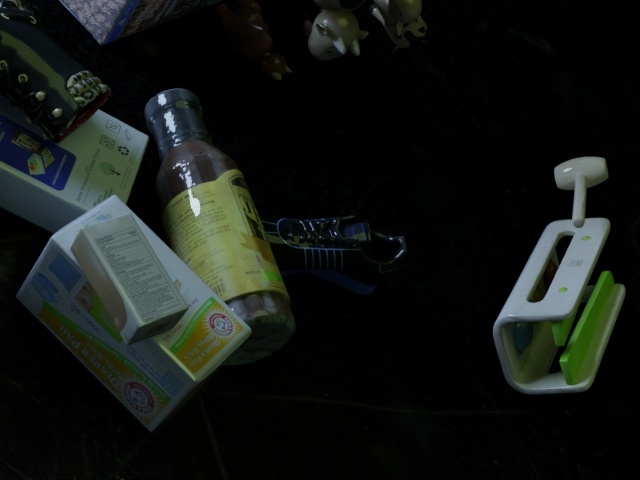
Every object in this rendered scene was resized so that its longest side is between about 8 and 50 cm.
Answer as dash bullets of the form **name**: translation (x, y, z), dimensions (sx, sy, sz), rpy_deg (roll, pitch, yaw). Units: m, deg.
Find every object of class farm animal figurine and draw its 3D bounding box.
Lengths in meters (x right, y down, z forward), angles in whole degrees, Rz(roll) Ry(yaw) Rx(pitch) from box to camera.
- **farm animal figurine**: translation (0.038, -0.348, 1.588), dimensions (0.330, 0.326, 0.172), rpy_deg (-19, 54, -29)

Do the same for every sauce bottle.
- **sauce bottle**: translation (-0.128, -0.027, 1.302), dimensions (0.111, 0.111, 0.344), rpy_deg (3, 54, -39)

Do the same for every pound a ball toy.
- **pound a ball toy**: translation (0.326, 0.040, 1.581), dimensions (0.319, 0.136, 0.208), rpy_deg (-51, 129, -52)

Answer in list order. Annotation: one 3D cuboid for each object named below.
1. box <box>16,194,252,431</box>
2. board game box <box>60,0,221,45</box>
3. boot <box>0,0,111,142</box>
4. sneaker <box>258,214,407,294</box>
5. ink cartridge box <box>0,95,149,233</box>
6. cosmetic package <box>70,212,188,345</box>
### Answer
- **box**: translation (-0.190, 0.075, 1.150), dimensions (0.203, 0.114, 0.103), rpy_deg (44, 41, 4)
- **board game box**: translation (-0.255, -0.428, 1.542), dimensions (0.232, 0.141, 0.291), rpy_deg (46, 38, 5)
- **boot**: translation (-0.341, -0.172, 1.178), dimensions (0.178, 0.085, 0.236), rpy_deg (44, 37, -2)
- **sneaker**: translation (0.000, 0.000, 1.402), dimensions (0.232, 0.090, 0.081), rpy_deg (14, 46, -31)
- **ink cartridge box**: translation (-0.361, -0.127, 1.236), dimensions (0.333, 0.065, 0.165), rpy_deg (30, 40, -18)
- **cosmetic package**: translation (-0.182, 0.036, 1.071), dimensions (0.060, 0.041, 0.115), rpy_deg (-19, 70, -40)
